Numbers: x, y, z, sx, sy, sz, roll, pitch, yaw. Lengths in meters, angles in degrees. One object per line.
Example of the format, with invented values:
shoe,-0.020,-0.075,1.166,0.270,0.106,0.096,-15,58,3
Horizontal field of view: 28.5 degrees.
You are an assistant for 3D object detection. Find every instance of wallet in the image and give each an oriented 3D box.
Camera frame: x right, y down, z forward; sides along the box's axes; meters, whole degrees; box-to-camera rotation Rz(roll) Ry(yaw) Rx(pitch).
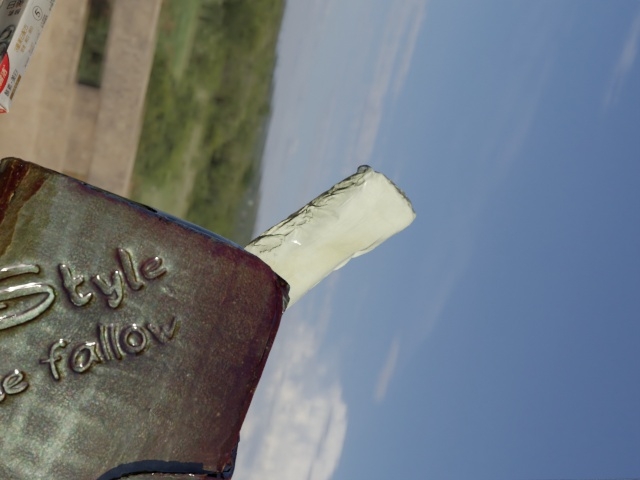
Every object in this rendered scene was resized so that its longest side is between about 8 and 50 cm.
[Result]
wallet,-0.096,0.091,0.439,0.031,0.122,0.232,140,-29,-69

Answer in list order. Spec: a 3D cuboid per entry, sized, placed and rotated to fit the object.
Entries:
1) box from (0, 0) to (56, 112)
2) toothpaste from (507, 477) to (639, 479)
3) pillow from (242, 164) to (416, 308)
box,-0.363,-0.247,1.499,0.039,0.055,0.218,47,48,-46
toothpaste,0.244,0.204,0.837,0.080,0.371,0.125,-12,98,-62
pillow,0.000,0.000,1.482,0.229,0.128,0.051,-35,-133,18
